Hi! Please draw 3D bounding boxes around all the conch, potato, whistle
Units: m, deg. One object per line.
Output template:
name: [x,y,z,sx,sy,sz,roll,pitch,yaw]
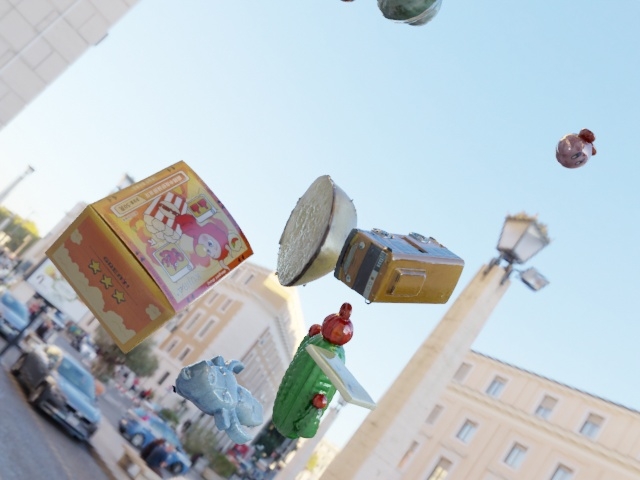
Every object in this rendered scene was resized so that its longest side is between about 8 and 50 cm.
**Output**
conch: [0.180,-0.563,1.448,0.220,0.195,0.277,5,-28,38]
potato: [0.000,0.000,1.488,0.116,0.239,0.299,33,25,-20]
whistle: [-0.194,0.312,1.373,0.269,0.093,0.180,42,26,-46]

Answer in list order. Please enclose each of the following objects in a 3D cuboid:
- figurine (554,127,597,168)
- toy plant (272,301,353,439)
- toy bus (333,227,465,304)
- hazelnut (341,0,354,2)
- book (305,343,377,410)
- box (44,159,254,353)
figurine: [0.477,-0.167,1.284,0.083,0.071,0.067,46,3,-40]
toy plant: [-0.012,0.216,1.147,0.088,0.240,0.155,19,-10,-19]
toy bus: [0.131,0.047,1.114,0.201,0.098,0.114,6,23,-42]
hazelnut: [0.066,-0.615,1.648,0.086,0.086,0.086,35,-17,13]
book: [0.031,0.196,0.981,0.111,0.014,0.077,47,9,37]
box: [-0.333,0.024,1.378,0.214,0.283,0.259,-33,-85,35]
